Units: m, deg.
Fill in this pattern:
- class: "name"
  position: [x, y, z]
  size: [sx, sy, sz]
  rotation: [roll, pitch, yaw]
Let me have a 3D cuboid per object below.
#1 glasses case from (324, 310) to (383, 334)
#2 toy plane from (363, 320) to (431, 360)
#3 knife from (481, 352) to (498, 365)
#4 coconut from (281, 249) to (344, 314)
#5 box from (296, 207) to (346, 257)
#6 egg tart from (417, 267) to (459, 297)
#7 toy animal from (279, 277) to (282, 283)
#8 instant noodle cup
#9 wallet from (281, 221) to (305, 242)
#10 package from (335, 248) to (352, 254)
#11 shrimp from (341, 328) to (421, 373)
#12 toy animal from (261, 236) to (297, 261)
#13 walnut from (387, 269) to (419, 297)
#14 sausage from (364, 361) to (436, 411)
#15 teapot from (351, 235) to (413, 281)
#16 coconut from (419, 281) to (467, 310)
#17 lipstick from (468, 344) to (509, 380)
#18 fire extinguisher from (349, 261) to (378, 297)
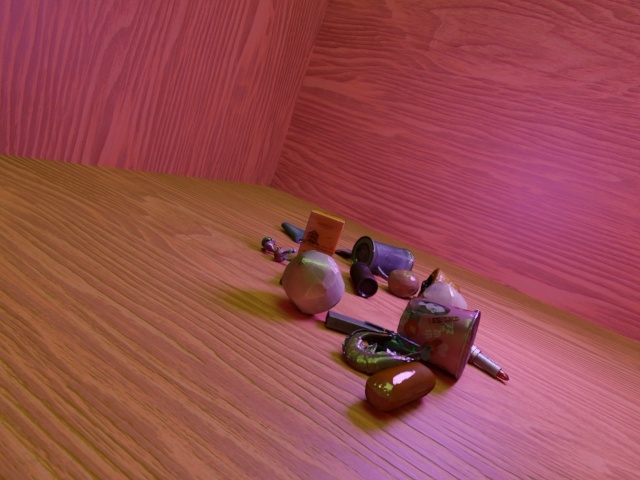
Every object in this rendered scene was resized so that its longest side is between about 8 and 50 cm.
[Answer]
- class: "glasses case"
  position: [0.118, 0.304, 1.479]
  size: [0.204, 0.047, 0.071]
  rotation: [18, 6, -5]
- class: "toy plane"
  position: [0.242, 0.342, 1.383]
  size: [0.234, 0.096, 0.060]
  rotation: [20, 13, 12]
- class: "knife"
  position: [0.631, 0.448, 1.719]
  size: [0.028, 0.015, 0.210]
  rotation: [18, 11, -36]
- class: "coconut"
  position: [-0.027, 0.139, 1.499]
  size: [0.224, 0.224, 0.234]
  rotation: [36, -24, 52]
- class: "box"
  position: [0.000, 0.000, 2.082]
  size: [0.174, 0.274, 0.076]
  rotation: [20, 16, 1]
- class: "egg tart"
  position: [0.576, 0.252, 2.079]
  size: [0.170, 0.215, 0.215]
  rotation: [31, 14, 6]
- class: "toy animal"
  position: [-0.089, 0.136, 1.763]
  size: [0.103, 0.101, 0.218]
  rotation: [21, 12, 16]
- class: "instant noodle cup"
  position: [0.402, 0.316, 1.454]
  size: [0.231, 0.243, 0.243]
  rotation: [18, 10, 26]
- class: "wallet"
  position: [-0.076, -0.028, 2.612]
  size: [0.290, 0.054, 0.251]
  rotation: [13, 15, -34]
- class: "package"
  position: [0.197, 0.071, 2.583]
  size: [0.154, 0.030, 0.239]
  rotation: [6, 0, 44]
- class: "shrimp"
  position: [0.184, 0.339, 1.306]
  size: [0.253, 0.058, 0.173]
  rotation: [0, 36, -20]
- class: "toy animal"
  position: [-0.196, 0.051, 2.019]
  size: [0.208, 0.100, 0.103]
  rotation: [18, -13, 39]
- class: "walnut"
  position: [0.417, 0.216, 2.122]
  size: [0.166, 0.149, 0.166]
  rotation: [26, -21, 11]
- class: "sausage"
  position: [0.218, 0.390, 1.139]
  size: [0.105, 0.105, 0.274]
  rotation: [29, 16, 38]
- class: "teapot"
  position: [0.369, 0.126, 2.360]
  size: [0.336, 0.200, 0.271]
  rotation: [14, 39, -31]
- class: "coconut"
  position: [0.522, 0.284, 1.842]
  size: [0.224, 0.224, 0.224]
  rotation: [18, 12, -4]
- class: "lipstick"
  position: [0.612, 0.458, 1.563]
  size: [0.063, 0.057, 0.186]
  rotation: [-26, 46, -33]
- class: "fire extinguisher"
  position: [0.210, 0.184, 2.059]
  size: [0.138, 0.102, 0.344]
  rotation: [50, 6, -13]
